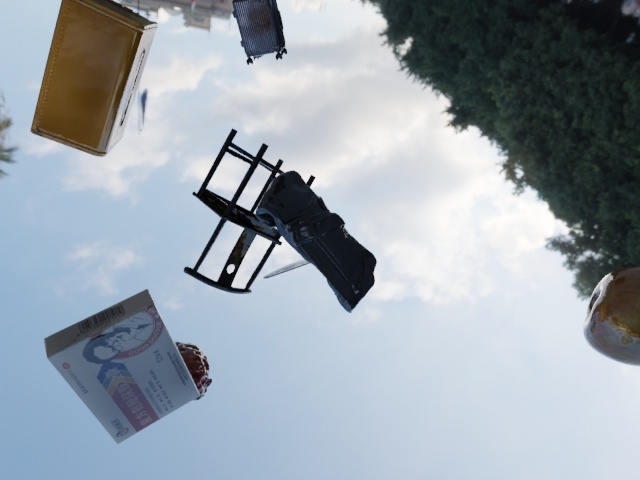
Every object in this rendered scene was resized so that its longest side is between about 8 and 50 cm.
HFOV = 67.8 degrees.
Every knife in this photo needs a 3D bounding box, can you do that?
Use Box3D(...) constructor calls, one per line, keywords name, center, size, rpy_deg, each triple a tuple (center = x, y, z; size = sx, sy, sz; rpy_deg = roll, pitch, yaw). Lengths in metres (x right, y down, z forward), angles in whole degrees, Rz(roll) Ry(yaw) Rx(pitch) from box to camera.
Box3D(name="knife", center=(-0.037, 0.055, 1.255), size=(0.260, 0.035, 0.063), rpy_deg=(-16, -164, -23))

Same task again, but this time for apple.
Box3D(name="apple", center=(0.257, 0.062, 0.383), size=(0.071, 0.084, 0.084), rpy_deg=(24, -145, 22))

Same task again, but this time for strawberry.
Box3D(name="strawberry", center=(-0.481, 0.388, 1.432), size=(0.265, 0.149, 0.336), rpy_deg=(13, -178, 24))

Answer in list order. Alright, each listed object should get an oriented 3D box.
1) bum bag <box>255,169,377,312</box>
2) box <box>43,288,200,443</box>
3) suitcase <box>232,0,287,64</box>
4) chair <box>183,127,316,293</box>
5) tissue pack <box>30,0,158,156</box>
Box3D(name="bum bag", center=(0.000, 0.000, 0.782), size=(0.248, 0.060, 0.123), rpy_deg=(53, -134, -21))
Box3D(name="box", center=(-0.417, 0.288, 1.053), size=(0.214, 0.353, 0.069), rpy_deg=(-27, -137, -21))
Box3D(name="suitcase", center=(-0.117, -0.417, 0.928), size=(0.086, 0.126, 0.059), rpy_deg=(-5, -148, 13))
Box3D(name="chair", center=(-0.147, -0.048, 0.885), size=(0.154, 0.260, 0.141), rpy_deg=(28, -176, -44))
Box3D(name="tissue pack", center=(-0.450, -0.337, 0.968), size=(0.145, 0.275, 0.194), rpy_deg=(21, -158, -20))
